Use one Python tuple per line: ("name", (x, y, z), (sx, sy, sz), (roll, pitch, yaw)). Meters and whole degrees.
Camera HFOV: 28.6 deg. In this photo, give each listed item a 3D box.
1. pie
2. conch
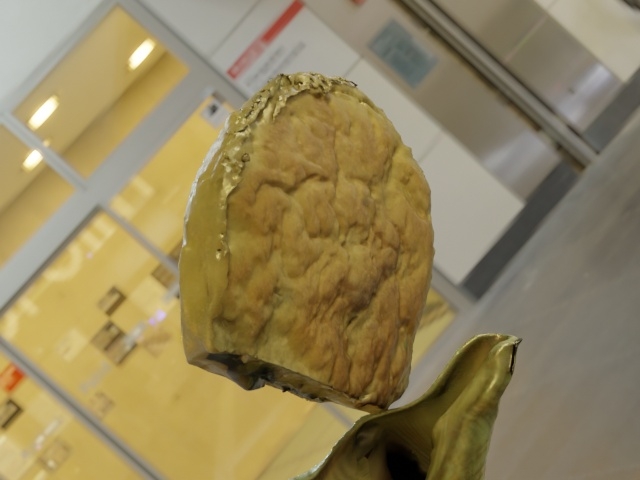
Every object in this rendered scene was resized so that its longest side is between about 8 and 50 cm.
("pie", (0.003, 0.000, 0.683), (0.052, 0.218, 0.185), (4, 74, 36))
("conch", (0.046, 0.175, 0.750), (0.114, 0.137, 0.234), (58, -144, -72))
